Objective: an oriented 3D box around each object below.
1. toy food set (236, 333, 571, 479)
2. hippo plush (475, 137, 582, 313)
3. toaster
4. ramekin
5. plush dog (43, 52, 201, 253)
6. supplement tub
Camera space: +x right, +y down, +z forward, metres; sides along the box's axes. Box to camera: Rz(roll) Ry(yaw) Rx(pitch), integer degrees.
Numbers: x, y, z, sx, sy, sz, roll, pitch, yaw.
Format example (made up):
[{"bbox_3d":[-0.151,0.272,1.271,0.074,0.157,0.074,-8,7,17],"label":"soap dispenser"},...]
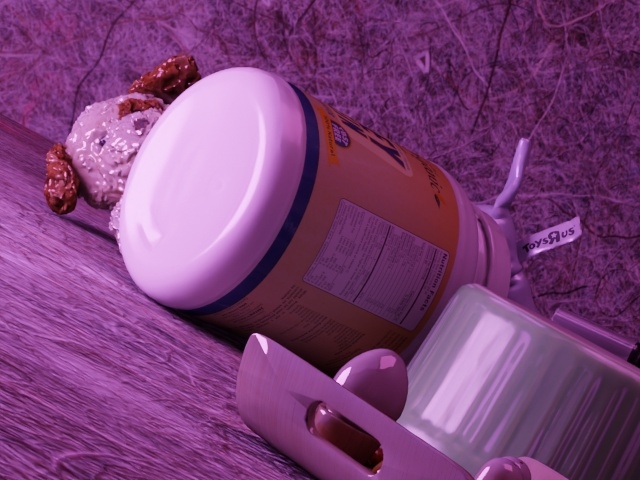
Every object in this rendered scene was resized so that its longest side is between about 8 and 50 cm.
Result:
[{"bbox_3d":[0.112,0.155,1.237,0.306,0.092,0.220,26,3,-43],"label":"toy food set"},{"bbox_3d":[0.133,0.073,2.111,0.234,0.294,0.236,59,28,8],"label":"hippo plush"},{"bbox_3d":[0.273,0.171,2.078,0.110,0.168,0.186,26,0,13],"label":"toaster"},{"bbox_3d":[0.206,0.159,1.630,0.303,0.148,0.303,28,2,-1],"label":"ramekin"},{"bbox_3d":[-0.164,-0.070,2.036,0.225,0.262,0.210,38,-29,17],"label":"plush dog"},{"bbox_3d":[0.000,0.000,1.771,0.316,0.228,0.228,26,2,-36],"label":"supplement tub"}]
